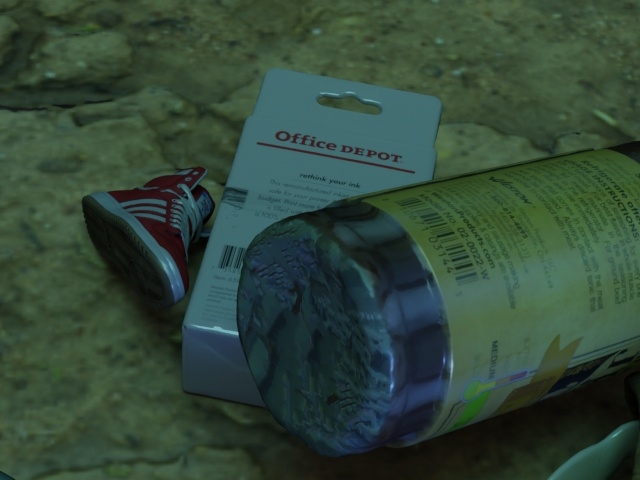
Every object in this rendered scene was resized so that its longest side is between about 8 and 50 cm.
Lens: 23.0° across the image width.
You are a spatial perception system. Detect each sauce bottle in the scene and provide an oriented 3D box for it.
[{"bbox_3d":[0.127,0.011,0.743,0.344,0.111,0.111,-12,51,-35],"label":"sauce bottle"}]

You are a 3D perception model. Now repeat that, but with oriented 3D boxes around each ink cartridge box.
[{"bbox_3d":[0.000,0.000,0.812,0.104,0.060,0.180,11,51,5],"label":"ink cartridge box"}]

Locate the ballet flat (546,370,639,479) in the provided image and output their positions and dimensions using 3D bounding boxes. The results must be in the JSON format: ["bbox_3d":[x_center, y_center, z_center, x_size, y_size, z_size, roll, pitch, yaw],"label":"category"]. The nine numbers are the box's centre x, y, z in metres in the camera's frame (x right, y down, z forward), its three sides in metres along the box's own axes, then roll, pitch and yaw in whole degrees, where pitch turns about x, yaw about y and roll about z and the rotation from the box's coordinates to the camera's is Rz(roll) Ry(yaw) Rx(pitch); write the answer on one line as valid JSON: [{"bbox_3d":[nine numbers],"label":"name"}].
[{"bbox_3d":[0.119,0.175,0.660,0.124,0.116,0.342,8,47,29],"label":"ballet flat"}]

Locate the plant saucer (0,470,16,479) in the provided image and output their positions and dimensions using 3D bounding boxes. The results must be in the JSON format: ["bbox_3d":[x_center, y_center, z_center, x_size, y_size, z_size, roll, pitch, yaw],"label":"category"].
[{"bbox_3d":[-0.179,0.144,0.707,0.119,0.021,0.119,2,50,-2],"label":"plant saucer"}]

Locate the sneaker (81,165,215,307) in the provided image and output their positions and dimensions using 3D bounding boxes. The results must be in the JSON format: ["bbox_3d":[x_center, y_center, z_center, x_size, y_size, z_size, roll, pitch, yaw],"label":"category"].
[{"bbox_3d":[-0.074,-0.005,0.803,0.067,0.042,0.118,-16,27,-21],"label":"sneaker"}]
